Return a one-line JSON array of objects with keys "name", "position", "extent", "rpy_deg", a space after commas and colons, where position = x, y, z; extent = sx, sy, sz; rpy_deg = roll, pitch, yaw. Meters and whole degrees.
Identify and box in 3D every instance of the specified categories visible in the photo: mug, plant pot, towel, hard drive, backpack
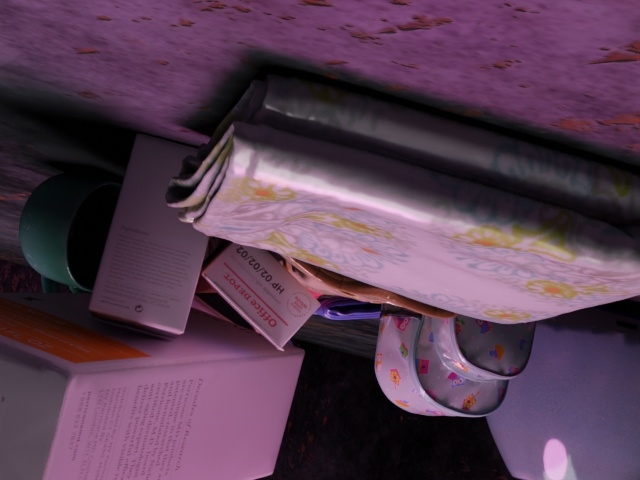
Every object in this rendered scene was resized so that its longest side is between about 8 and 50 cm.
[{"name": "mug", "position": [-0.293, -0.003, 1.464], "extent": [0.097, 0.158, 0.129], "rpy_deg": [14, 151, 31]}, {"name": "plant pot", "position": [0.330, 0.222, 1.619], "extent": [0.290, 0.195, 0.290], "rpy_deg": [12, 172, 2]}, {"name": "towel", "position": [0.071, 0.094, 1.762], "extent": [0.243, 0.040, 0.336], "rpy_deg": [-3, 177, -17]}, {"name": "hard drive", "position": [0.336, 0.121, 1.757], "extent": [0.210, 0.040, 0.318], "rpy_deg": [15, 171, -19]}, {"name": "towel", "position": [0.078, -0.015, 0.993], "extent": [0.374, 0.090, 0.320], "rpy_deg": [14, 171, -12]}, {"name": "backpack", "position": [0.148, 0.103, 1.389], "extent": [0.166, 0.188, 0.144], "rpy_deg": [19, 170, -36]}]

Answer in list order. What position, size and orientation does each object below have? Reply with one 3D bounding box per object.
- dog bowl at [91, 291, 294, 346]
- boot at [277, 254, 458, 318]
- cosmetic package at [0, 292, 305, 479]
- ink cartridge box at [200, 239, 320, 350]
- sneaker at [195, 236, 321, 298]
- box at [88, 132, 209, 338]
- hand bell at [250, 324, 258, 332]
[{"name": "dog bowl", "position": [-0.184, 0.109, 1.830], "extent": [0.348, 0.102, 0.349], "rpy_deg": [38, -177, -3]}, {"name": "boot", "position": [0.000, 0.000, 1.266], "extent": [0.262, 0.095, 0.203], "rpy_deg": [22, 174, -33]}, {"name": "cosmetic package", "position": [-0.224, 0.159, 1.287], "extent": [0.230, 0.162, 0.453], "rpy_deg": [18, -175, 24]}, {"name": "ink cartridge box", "position": [-0.061, 0.046, 1.228], "extent": [0.104, 0.061, 0.181], "rpy_deg": [44, 175, -6]}, {"name": "sneaker", "position": [-0.090, 0.013, 1.529], "extent": [0.313, 0.116, 0.136], "rpy_deg": [11, 165, -44]}, {"name": "box", "position": [-0.155, 0.000, 1.203], "extent": [0.091, 0.171, 0.130], "rpy_deg": [16, 172, -7]}, {"name": "hand bell", "position": [-0.156, 0.015, 1.688], "extent": [0.242, 0.126, 0.126], "rpy_deg": [30, 167, -20]}]
